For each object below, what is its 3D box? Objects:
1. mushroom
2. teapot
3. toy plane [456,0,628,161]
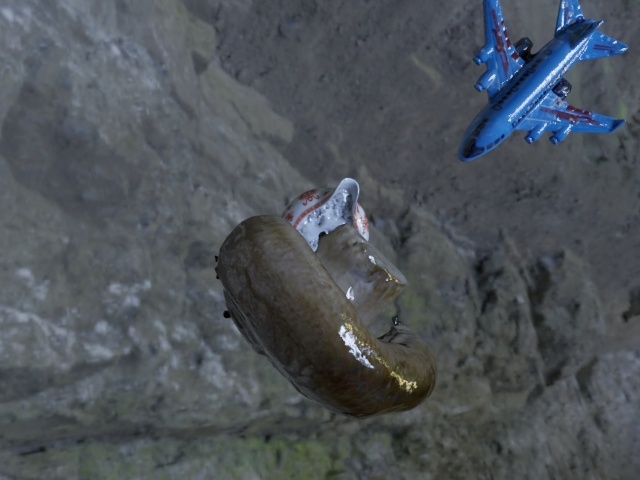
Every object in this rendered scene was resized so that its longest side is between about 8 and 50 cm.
[{"bbox_3d":[0.030,0.094,0.775,0.156,0.151,0.286,-47,131,5],"label":"mushroom"},{"bbox_3d":[0.000,0.000,1.485,0.159,0.245,0.116,12,-170,-20],"label":"teapot"},{"bbox_3d":[0.281,-0.209,1.149,0.271,0.254,0.105,-45,-172,7],"label":"toy plane"}]
